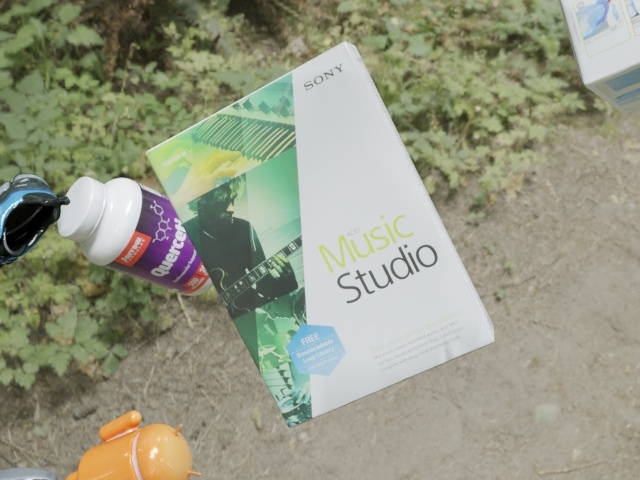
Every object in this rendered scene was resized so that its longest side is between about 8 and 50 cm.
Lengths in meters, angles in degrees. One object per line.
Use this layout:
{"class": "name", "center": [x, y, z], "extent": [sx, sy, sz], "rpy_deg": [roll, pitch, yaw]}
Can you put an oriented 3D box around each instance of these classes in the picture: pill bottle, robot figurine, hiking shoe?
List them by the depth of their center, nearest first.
{"class": "robot figurine", "center": [-0.303, 0.380, 1.228], "extent": [0.219, 0.128, 0.158], "rpy_deg": [-24, 40, 13]}
{"class": "hiking shoe", "center": [-0.574, 0.006, 1.274], "extent": [0.304, 0.113, 0.132], "rpy_deg": [-49, 40, -14]}
{"class": "pill bottle", "center": [-0.354, -0.012, 1.525], "extent": [0.323, 0.181, 0.181], "rpy_deg": [24, 41, -40]}

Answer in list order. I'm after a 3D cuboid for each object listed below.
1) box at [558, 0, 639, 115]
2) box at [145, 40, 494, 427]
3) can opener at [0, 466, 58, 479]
{"class": "box", "center": [0.324, -0.200, 0.627], "extent": [0.114, 0.203, 0.103], "rpy_deg": [9, 66, -49]}
{"class": "box", "center": [0.000, 0.000, 0.751], "extent": [0.232, 0.058, 0.322], "rpy_deg": [-26, 93, 14]}
{"class": "can opener", "center": [-0.458, 0.340, 0.896], "extent": [0.283, 0.076, 0.095], "rpy_deg": [-12, 10, -5]}
